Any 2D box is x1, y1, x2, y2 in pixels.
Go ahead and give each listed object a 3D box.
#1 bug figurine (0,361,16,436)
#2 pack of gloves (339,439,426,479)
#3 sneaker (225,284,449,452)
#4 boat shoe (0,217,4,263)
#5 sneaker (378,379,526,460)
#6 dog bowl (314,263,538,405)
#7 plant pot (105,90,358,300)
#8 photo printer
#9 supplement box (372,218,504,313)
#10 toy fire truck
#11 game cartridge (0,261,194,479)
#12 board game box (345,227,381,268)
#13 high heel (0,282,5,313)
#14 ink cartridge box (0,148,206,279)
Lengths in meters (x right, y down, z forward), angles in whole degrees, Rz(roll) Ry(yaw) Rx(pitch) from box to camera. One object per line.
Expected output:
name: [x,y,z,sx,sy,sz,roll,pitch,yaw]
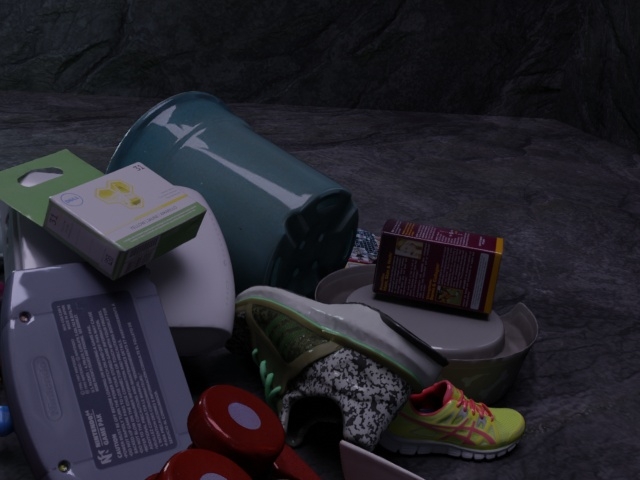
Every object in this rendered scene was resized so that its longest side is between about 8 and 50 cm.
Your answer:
bug figurine: [-0.334,0.187,1.099,0.216,0.072,0.279,5,14,-23]
pack of gloves: [0.138,0.275,0.833,0.232,0.195,0.046,17,50,24]
sneaker: [-0.033,0.175,1.125,0.158,0.182,0.410,44,-25,-29]
boat shoe: [-0.502,-0.020,1.557,0.156,0.136,0.367,15,11,13]
sneaker: [0.179,0.230,1.119,0.208,0.094,0.081,3,19,-16]
dog bowl: [0.157,0.146,1.333,0.349,0.102,0.349,7,19,-2]
plant pot: [-0.138,-0.041,1.462,0.334,0.341,0.341,28,27,29]
photo printer: [-0.265,0.036,1.157,0.307,0.107,0.256,5,55,-31]
supplement box: [0.185,0.038,1.337,0.188,0.104,0.081,11,19,10]
toy fire truck: [-0.058,0.296,0.810,0.254,0.169,0.302,33,19,-4]
game cartridge: [-0.254,0.164,0.973,0.196,0.060,0.294,-5,65,-39]
board game box: [0.000,0.013,1.659,0.243,0.042,0.165,22,37,25]
high heel: [-0.625,0.096,1.192,0.377,0.127,0.181,8,-9,-6]
ink cartridge box: [-0.287,-0.057,1.075,0.235,0.056,0.171,34,32,13]
